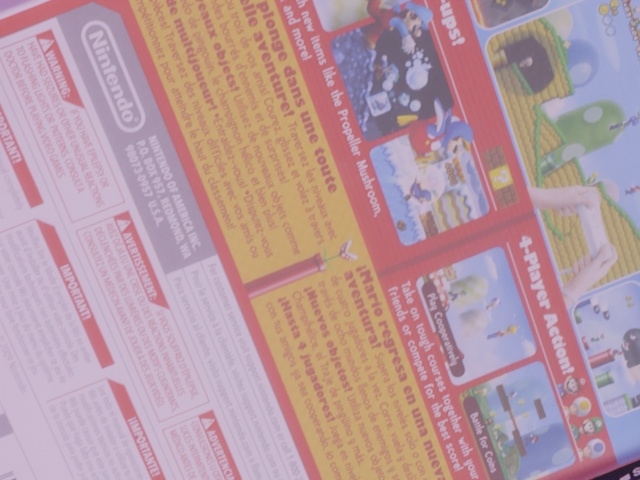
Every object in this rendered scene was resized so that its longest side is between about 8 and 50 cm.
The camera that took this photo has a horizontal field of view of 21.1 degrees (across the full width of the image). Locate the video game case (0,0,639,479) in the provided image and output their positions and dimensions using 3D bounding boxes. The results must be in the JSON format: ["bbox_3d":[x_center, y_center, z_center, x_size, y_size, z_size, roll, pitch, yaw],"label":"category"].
[{"bbox_3d":[0.000,0.000,0.491,0.285,0.025,0.204,-21,110,-2],"label":"video game case"}]

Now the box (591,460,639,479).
[{"bbox_3d":[0.081,0.039,0.676,0.296,0.183,0.294,-27,135,-1],"label":"box"}]
